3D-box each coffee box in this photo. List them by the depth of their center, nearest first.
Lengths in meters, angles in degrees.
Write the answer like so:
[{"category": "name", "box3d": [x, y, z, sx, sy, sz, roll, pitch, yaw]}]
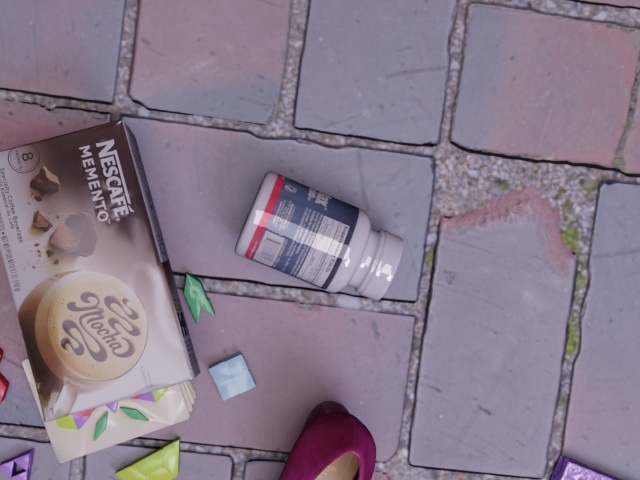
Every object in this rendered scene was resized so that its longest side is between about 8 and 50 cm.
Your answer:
[{"category": "coffee box", "box3d": [-0.256, 0.033, 1.036, 0.168, 0.119, 0.297, -15, 87, -5]}]

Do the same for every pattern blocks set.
[{"category": "pattern blocks set", "box3d": [-0.258, 0.172, 1.109, 0.325, 0.026, 0.285, -34, 96, -3]}]

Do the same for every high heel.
[{"category": "high heel", "box3d": [-0.032, 0.376, 1.061, 0.127, 0.181, 0.377, 13, 92, -5]}]

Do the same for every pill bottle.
[{"category": "pill bottle", "box3d": [0.000, 0.000, 1.080, 0.180, 0.108, 0.108, 23, 91, -6]}]

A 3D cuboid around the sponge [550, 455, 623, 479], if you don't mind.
[{"category": "sponge", "box3d": [0.380, 0.367, 1.171, 0.210, 0.031, 0.117, 23, 92, -6]}]
